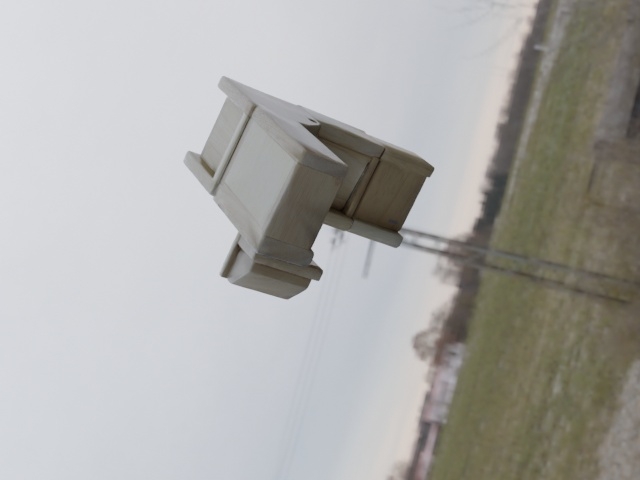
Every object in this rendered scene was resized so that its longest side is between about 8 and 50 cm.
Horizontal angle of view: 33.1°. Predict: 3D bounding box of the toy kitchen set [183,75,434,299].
[{"bbox_3d":[0.000,0.000,0.356,0.068,0.083,0.075,-64,32,14],"label":"toy kitchen set"}]
